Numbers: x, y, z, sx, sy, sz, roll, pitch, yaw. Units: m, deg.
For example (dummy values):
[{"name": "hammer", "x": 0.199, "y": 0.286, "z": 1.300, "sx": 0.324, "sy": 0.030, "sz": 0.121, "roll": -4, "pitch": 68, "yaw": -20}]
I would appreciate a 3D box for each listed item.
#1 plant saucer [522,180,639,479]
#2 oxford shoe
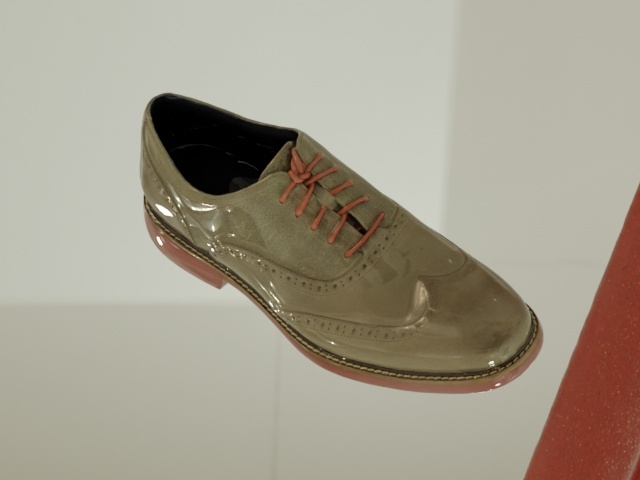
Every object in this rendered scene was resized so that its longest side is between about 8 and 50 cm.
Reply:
[{"name": "plant saucer", "x": 0.237, "y": 0.099, "z": 1.006, "sx": 0.258, "sy": 0.259, "sz": 0.048, "roll": 16, "pitch": -170, "yaw": -28}, {"name": "oxford shoe", "x": 0.000, "y": 0.000, "z": 1.431, "sx": 0.348, "sy": 0.130, "sz": 0.123, "roll": 23, "pitch": -123, "yaw": 26}]
